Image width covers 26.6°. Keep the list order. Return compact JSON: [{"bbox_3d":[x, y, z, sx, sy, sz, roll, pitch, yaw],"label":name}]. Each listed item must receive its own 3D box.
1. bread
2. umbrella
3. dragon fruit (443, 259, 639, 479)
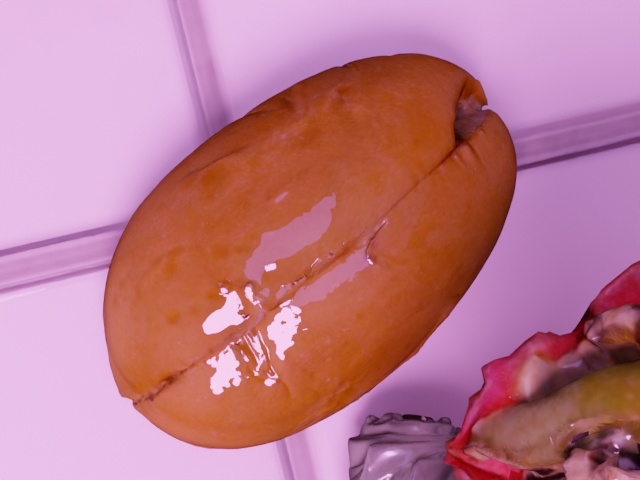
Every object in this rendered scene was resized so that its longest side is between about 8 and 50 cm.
[{"bbox_3d":[0.000,0.000,0.513,0.189,0.077,0.114,-41,89,-9],"label":"bread"},{"bbox_3d":[0.030,0.137,0.513,0.067,0.062,0.143,17,77,-29],"label":"umbrella"},{"bbox_3d":[0.158,0.123,0.440,0.303,0.237,0.231,27,75,-37],"label":"dragon fruit"}]
